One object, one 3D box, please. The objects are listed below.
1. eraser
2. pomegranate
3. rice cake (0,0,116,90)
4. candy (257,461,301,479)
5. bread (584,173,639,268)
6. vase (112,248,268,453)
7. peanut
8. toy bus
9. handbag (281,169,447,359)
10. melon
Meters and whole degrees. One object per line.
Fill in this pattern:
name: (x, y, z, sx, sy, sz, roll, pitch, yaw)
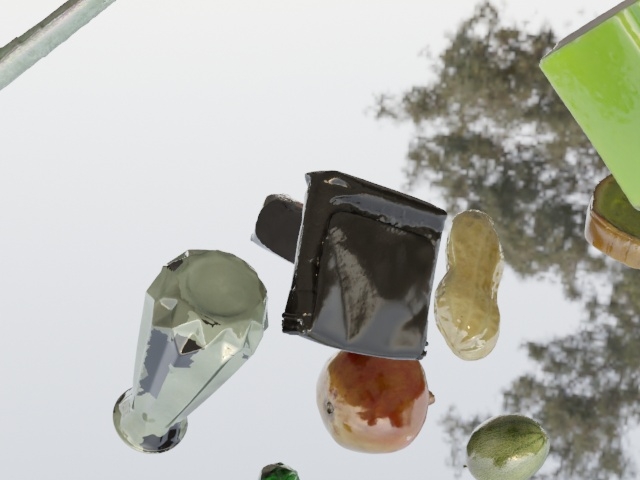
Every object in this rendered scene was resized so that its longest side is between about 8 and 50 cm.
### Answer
eraser: (0.469, -0.200, 1.424, 0.092, 0.274, 0.210, -42, -172, -39)
pomegranate: (0.129, 0.341, 2.188, 0.270, 0.229, 0.252, -3, -114, -27)
rice cake: (-0.281, -0.221, 1.052, 0.207, 0.033, 0.033, -33, -136, 13)
candy: (-0.158, 0.541, 1.978, 0.097, 0.097, 0.323, 18, -150, 36)
bread: (0.590, -0.042, 1.785, 0.236, 0.070, 0.236, -3, -135, 3)
vase: (-0.190, 0.162, 1.363, 0.165, 0.360, 0.165, 14, -131, -17)
peanut: (0.279, 0.081, 1.879, 0.130, 0.290, 0.130, 8, 160, 3)
toy bus: (0.000, 0.000, 2.124, 0.302, 0.128, 0.147, 23, -166, 29)
handbag: (0.057, 0.037, 1.331, 0.246, 0.223, 0.080, 16, 172, -40)
melon: (0.361, 0.416, 1.980, 0.192, 0.139, 0.139, -33, -177, 31)
